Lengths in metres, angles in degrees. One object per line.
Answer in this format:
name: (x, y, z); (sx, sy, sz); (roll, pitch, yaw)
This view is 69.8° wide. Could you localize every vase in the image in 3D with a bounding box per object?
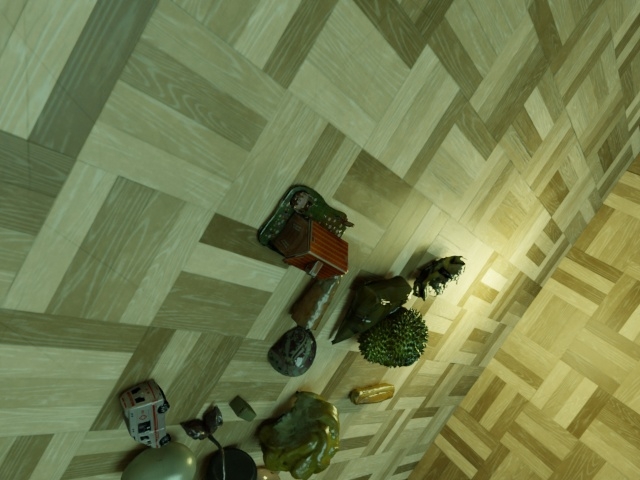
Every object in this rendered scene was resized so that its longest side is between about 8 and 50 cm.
vase: (-0.348, 0.908, 1.633); (0.173, 0.173, 0.321); (-4, 127, -42)

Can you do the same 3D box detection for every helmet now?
helmet: (-0.075, 0.385, 1.535); (0.177, 0.107, 0.153); (-44, 138, -9)

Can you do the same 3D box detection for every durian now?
durian: (0.288, 0.385, 1.779); (0.291, 0.225, 0.291); (-28, 172, -4)

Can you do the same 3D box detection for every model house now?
model house: (-0.001, 0.000, 1.275); (0.207, 0.154, 0.294); (-53, 140, 4)

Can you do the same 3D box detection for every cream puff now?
cream puff: (-0.049, 0.752, 1.714); (0.323, 0.274, 0.270); (-39, 130, -10)

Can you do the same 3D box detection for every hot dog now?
hot dog: (0.241, 0.707, 2.121); (0.288, 0.068, 0.083); (10, 88, -43)

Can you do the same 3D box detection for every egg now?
egg: (-0.469, 0.673, 1.335); (0.209, 0.151, 0.151); (-6, 124, -24)

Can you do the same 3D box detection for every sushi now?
sushi: (0.495, 0.163, 1.904); (0.291, 0.131, 0.139); (-30, 135, -37)

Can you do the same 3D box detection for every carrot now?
carrot: (0.009, 0.163, 1.458); (0.102, 0.102, 0.263); (24, 100, -50)

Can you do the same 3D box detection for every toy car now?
toy car: (-0.472, 0.483, 1.238); (0.108, 0.089, 0.210); (-16, 127, -35)

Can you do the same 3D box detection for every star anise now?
star anise: (-0.338, 0.665, 1.418); (0.148, 0.227, 0.219); (6, 126, -53)

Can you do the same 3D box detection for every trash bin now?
trash bin: (-0.256, 0.566, 1.532); (0.043, 0.061, 0.092); (-42, 142, -13)

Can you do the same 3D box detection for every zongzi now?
zongzi: (0.192, 0.268, 1.706); (0.260, 0.123, 0.289); (-5, 133, -45)

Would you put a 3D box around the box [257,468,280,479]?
box: (-0.243, 0.993, 1.849); (0.146, 0.088, 0.200); (-48, 140, -3)
